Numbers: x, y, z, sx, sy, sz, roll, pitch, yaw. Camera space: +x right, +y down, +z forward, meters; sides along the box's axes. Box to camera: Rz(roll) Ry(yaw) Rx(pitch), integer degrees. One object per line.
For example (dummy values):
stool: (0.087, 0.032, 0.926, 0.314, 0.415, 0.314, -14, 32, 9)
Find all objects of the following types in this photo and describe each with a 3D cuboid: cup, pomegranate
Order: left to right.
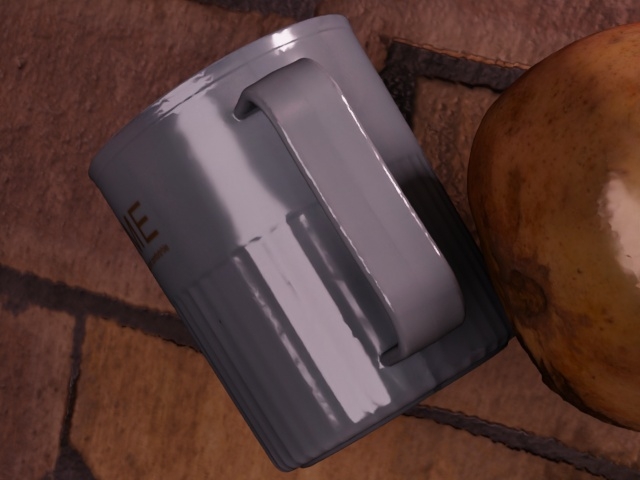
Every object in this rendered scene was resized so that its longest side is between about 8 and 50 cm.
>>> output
cup: (0.012, -0.006, 1.240, 0.331, 0.257, 0.311, -36, 83, 46)
pomegranate: (0.263, -0.008, 1.127, 0.322, 0.322, 0.322, 4, 101, 23)
